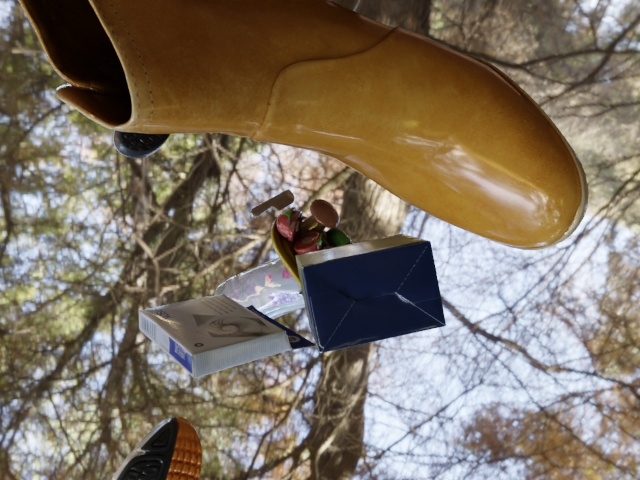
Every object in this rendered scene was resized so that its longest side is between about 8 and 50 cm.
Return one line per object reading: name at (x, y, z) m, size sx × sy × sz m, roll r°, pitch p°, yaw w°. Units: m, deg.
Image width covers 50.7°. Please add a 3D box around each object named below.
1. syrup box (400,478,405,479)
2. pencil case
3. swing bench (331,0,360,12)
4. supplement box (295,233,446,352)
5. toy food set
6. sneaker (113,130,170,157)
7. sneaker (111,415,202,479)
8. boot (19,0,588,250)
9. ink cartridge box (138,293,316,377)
syrup box at (0.103, 0.369, 0.737) m, size 0.093 × 0.096 × 0.237 m, roll -32°, pitch -172°, yaw -3°
pencil case at (-0.086, 0.102, 1.366) m, size 0.113 × 0.273 × 0.124 m, roll 23°, pitch -127°, yaw -51°
swing bench at (-0.052, -0.295, 0.474) m, size 0.253 × 0.254 × 0.165 m, roll 26°, pitch -160°, yaw -10°
supplement box at (0.030, 0.032, 0.455) m, size 0.083 × 0.056 × 0.083 m, roll -11°, pitch -175°, yaw -5°
toy food set at (0.000, 0.000, 0.996) m, size 0.218 × 0.071 × 0.128 m, roll 53°, pitch -144°, yaw 10°
sneaker at (-0.289, -0.210, 1.105) m, size 0.084 × 0.097 × 0.234 m, roll 35°, pitch -135°, yaw -28°
sneaker at (-0.239, 0.327, 0.837) m, size 0.099 × 0.262 × 0.121 m, roll 29°, pitch 179°, yaw -27°
boot at (-0.013, -0.072, 0.367) m, size 0.295 × 0.104 × 0.211 m, roll 41°, pitch -144°, yaw 19°
ink cartridge box at (-0.158, 0.144, 1.131) m, size 0.224 × 0.045 × 0.223 m, roll -9°, pitch -162°, yaw -35°
